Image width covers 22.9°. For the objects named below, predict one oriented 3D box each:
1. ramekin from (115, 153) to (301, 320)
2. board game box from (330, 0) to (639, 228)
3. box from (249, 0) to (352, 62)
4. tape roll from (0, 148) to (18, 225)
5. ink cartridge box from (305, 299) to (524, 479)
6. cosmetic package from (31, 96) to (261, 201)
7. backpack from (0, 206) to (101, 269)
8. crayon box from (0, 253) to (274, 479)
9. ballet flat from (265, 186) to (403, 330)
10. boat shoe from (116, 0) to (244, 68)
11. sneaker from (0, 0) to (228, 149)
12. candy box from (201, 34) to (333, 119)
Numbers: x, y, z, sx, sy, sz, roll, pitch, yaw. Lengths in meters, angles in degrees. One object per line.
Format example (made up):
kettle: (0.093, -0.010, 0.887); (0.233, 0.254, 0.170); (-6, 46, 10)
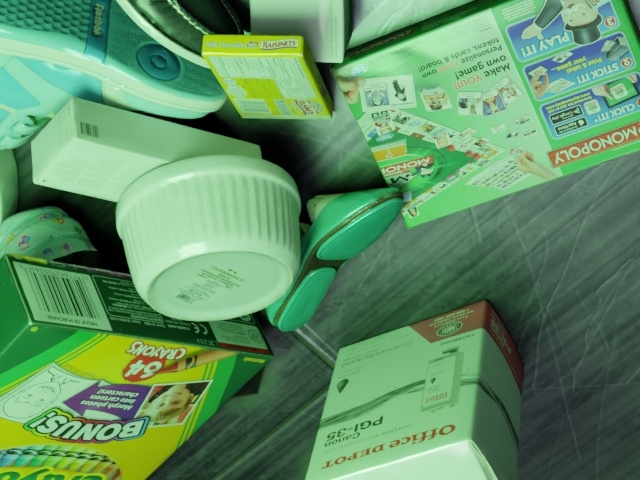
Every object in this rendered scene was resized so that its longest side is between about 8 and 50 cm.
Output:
ramekin: (-0.117, 0.005, 1.738); (0.207, 0.109, 0.207); (-8, 152, -4)
board game box: (0.198, -0.157, 1.706); (0.317, 0.046, 0.213); (-19, 115, 19)
box: (-0.020, -0.251, 1.668); (0.102, 0.087, 0.101); (4, 120, 8)
tape roll: (-0.553, -0.078, 1.870); (0.392, 0.072, 0.392); (5, 120, 8)
ink cartridge box: (0.113, 0.213, 1.790); (0.207, 0.283, 0.117); (-20, 114, 19)
cosmetic package: (-0.188, -0.085, 1.732); (0.239, 0.060, 0.099); (13, 142, -35)
backpack: (-0.330, 0.052, 1.856); (0.115, 0.152, 0.182); (46, 137, 24)
crayon box: (-0.289, 0.173, 1.827); (0.363, 0.106, 0.313); (13, 130, -46)
ballet flat: (0.000, 0.000, 1.803); (0.247, 0.083, 0.087); (-51, 57, 35)
boat shoe: (-0.184, -0.307, 1.651); (0.302, 0.114, 0.091); (41, 123, -14)
sneaker: (-0.275, -0.171, 1.752); (0.319, 0.127, 0.208); (20, 136, -12)
candy box: (-0.053, -0.171, 1.674); (0.105, 0.206, 0.027); (0, 76, 9)
